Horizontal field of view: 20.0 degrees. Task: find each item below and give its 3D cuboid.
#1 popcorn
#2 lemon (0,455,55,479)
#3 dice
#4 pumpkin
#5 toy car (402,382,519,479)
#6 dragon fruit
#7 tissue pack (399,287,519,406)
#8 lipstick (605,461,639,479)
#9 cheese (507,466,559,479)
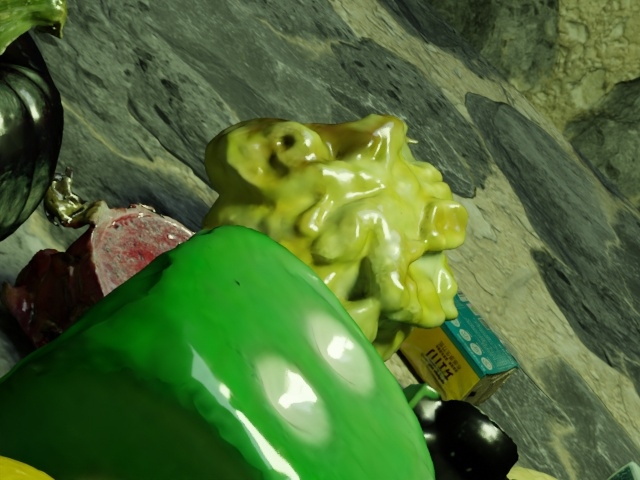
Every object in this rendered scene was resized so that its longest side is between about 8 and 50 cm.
[{"bbox_3d":[0.011,0.015,1.907,0.312,0.312,0.312,38,23,-19],"label":"popcorn"},{"bbox_3d":[-0.220,0.257,1.075,0.258,0.258,0.310,38,29,-19],"label":"lemon"},{"bbox_3d":[-0.106,0.180,1.368,0.287,0.297,0.300,49,21,2],"label":"dice"},{"bbox_3d":[-0.340,-0.135,1.530,0.296,0.296,0.296,38,23,-19],"label":"pumpkin"},{"bbox_3d":[0.110,0.284,1.728,0.359,0.213,0.176,45,-13,-13],"label":"toy car"},{"bbox_3d":[-0.177,0.075,1.659,0.282,0.147,0.211,44,31,-6],"label":"dragon fruit"},{"bbox_3d":[0.151,0.121,2.230,0.169,0.082,0.120,53,23,17],"label":"tissue pack"},{"bbox_3d":[0.415,0.395,2.238,0.076,0.077,0.289,35,23,-25],"label":"lipstick"},{"bbox_3d":[0.238,0.350,1.940,0.226,0.117,0.214,45,19,6],"label":"cheese"}]
